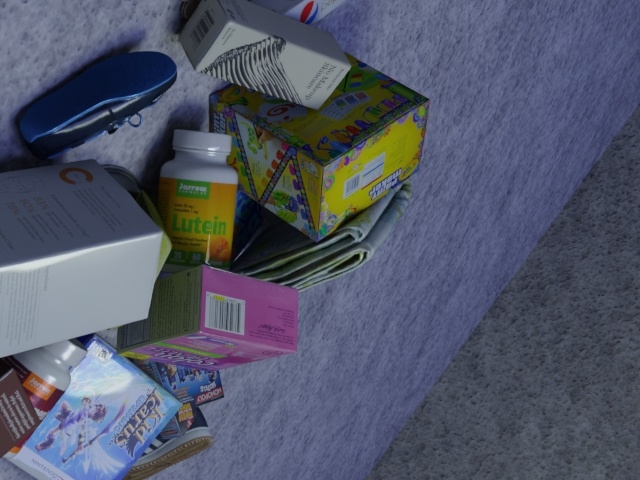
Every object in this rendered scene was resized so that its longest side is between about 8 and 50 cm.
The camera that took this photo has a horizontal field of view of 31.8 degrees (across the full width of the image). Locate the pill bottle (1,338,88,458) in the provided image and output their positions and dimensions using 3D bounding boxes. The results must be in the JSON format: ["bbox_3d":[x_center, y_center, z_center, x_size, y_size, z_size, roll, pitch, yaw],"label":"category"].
[{"bbox_3d":[-0.501,0.247,1.900,0.221,0.121,0.121,-53,153,-5],"label":"pill bottle"}]

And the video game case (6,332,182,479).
[{"bbox_3d":[-0.427,0.334,2.066,0.269,0.061,0.244,-51,124,-9],"label":"video game case"}]

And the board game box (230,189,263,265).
[{"bbox_3d":[-0.185,-0.024,2.142,0.210,0.047,0.160,-55,156,-32],"label":"board game box"}]

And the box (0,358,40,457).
[{"bbox_3d":[-0.566,0.234,1.693,0.167,0.203,0.168,-42,150,-26],"label":"box"}]

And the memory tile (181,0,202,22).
[{"bbox_3d":[-0.182,-0.389,1.838,0.113,0.012,0.148,-44,151,-21],"label":"memory tile"}]

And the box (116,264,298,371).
[{"bbox_3d":[-0.197,0.141,1.948,0.213,0.243,0.117,17,67,-41],"label":"box"}]

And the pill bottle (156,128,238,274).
[{"bbox_3d":[-0.215,-0.065,1.945,0.136,0.136,0.246,0,96,-58],"label":"pill bottle"}]

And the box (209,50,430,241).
[{"bbox_3d":[-0.004,-0.193,2.047,0.290,0.279,0.177,-34,146,-34],"label":"box"}]

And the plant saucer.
[{"bbox_3d":[-0.297,0.035,1.817,0.045,0.188,0.188,23,103,-24],"label":"plant saucer"}]

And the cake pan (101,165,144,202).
[{"bbox_3d":[-0.392,0.014,1.896,0.293,0.054,0.293,-38,148,-30],"label":"cake pan"}]

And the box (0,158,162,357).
[{"bbox_3d":[-0.435,0.027,1.603,0.345,0.215,0.168,-13,132,-37],"label":"box"}]

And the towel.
[{"bbox_3d":[0.000,0.000,2.182,0.320,0.090,0.374,-21,-167,23],"label":"towel"}]

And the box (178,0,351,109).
[{"bbox_3d":[-0.090,-0.314,1.864,0.275,0.094,0.113,11,129,-41],"label":"box"}]

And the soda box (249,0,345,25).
[{"bbox_3d":[-0.024,-0.431,1.977,0.216,0.074,0.069,-41,150,-26],"label":"soda box"}]

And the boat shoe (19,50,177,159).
[{"bbox_3d":[-0.339,-0.209,1.714,0.258,0.109,0.089,-25,150,-19],"label":"boat shoe"}]

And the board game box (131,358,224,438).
[{"bbox_3d":[-0.282,0.290,2.248,0.194,0.060,0.194,-8,88,-55],"label":"board game box"}]

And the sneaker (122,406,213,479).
[{"bbox_3d":[-0.371,0.404,2.330,0.282,0.153,0.099,-24,154,5],"label":"sneaker"}]
